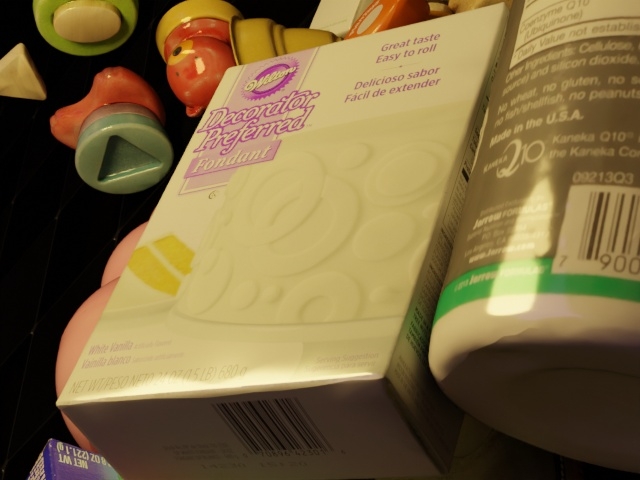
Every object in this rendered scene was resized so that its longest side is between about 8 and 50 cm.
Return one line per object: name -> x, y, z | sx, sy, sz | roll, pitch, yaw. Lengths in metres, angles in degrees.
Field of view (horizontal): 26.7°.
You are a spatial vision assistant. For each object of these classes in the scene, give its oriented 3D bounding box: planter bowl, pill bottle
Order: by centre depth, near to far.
pill bottle -> 0.196, -0.067, 0.766 | 0.204, 0.204, 0.361 | -22, 45, 55
planter bowl -> 0.001, -0.131, 1.281 | 0.090, 0.217, 0.217 | -22, 36, 10

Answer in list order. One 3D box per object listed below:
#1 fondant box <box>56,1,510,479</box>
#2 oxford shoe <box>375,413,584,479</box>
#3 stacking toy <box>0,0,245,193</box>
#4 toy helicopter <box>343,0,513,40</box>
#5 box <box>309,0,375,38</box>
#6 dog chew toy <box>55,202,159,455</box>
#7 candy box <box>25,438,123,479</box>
fondant box -> 0.000, 0.000, 0.891 | 0.238, 0.096, 0.330 | -9, 41, 31
oxford shoe -> 0.051, 0.108, 0.937 | 0.140, 0.146, 0.397 | -57, 25, 10
stacking toy -> -0.262, -0.191, 1.725 | 0.309, 0.279, 0.130 | -45, 41, 32
toy helicopter -> 0.148, -0.239, 1.177 | 0.355, 0.140, 0.235 | -51, 16, -1
box -> 0.056, -0.226, 1.341 | 0.101, 0.087, 0.102 | -2, 63, 63
dog chew toy -> -0.123, 0.069, 1.278 | 0.206, 0.206, 0.332 | -43, 22, 37
candy box -> -0.064, 0.286, 0.835 | 0.122, 0.268, 0.317 | -60, 25, 15
